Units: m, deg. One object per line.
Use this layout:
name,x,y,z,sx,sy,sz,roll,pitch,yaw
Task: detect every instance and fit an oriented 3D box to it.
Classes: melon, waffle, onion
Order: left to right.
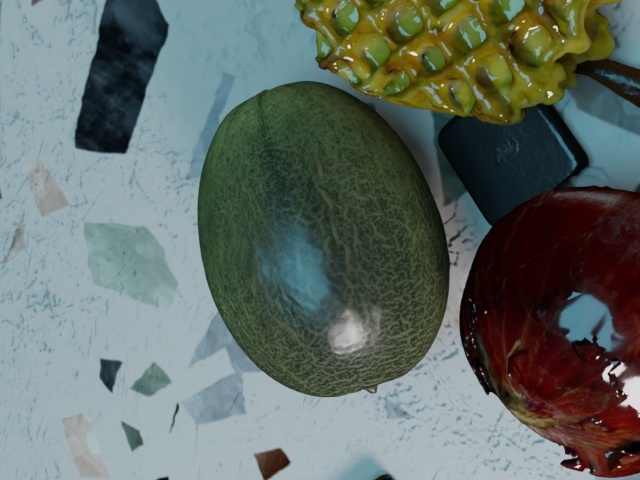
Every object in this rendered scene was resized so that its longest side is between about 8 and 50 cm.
melon,0.000,0.000,1.279,0.248,0.248,0.329,-22,82,31
waffle,0.123,-0.254,1.201,0.324,0.151,0.261,18,100,30
onion,0.262,0.077,1.154,0.276,0.276,0.276,6,103,28

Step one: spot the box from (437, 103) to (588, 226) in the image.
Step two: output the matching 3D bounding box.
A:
box,0.194,-0.093,1.278,0.126,0.027,0.125,-37,79,31

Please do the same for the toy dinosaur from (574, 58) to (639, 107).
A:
toy dinosaur,0.413,-0.081,1.114,0.432,0.097,0.208,-1,86,26

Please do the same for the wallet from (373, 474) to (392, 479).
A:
wallet,0.095,0.372,1.423,0.110,0.031,0.198,-42,79,28
